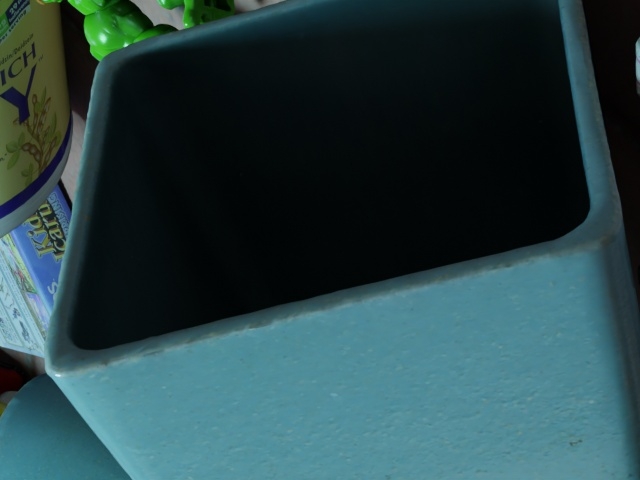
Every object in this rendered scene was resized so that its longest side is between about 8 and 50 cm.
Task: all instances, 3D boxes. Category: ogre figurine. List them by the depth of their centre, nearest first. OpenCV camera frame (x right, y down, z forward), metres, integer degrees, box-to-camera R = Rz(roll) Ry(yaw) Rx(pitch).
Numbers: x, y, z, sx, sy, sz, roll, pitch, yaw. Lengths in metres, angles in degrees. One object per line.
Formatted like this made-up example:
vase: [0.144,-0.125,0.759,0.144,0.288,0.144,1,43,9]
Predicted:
ogre figurine: [-0.121,-0.179,1.193,0.118,0.097,0.197,-11,126,42]

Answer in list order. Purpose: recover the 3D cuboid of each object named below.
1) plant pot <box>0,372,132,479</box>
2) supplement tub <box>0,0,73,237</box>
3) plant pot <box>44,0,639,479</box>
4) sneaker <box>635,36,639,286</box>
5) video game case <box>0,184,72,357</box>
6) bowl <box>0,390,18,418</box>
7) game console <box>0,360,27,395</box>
plant pot: [-0.118,0.244,1.485,0.195,0.290,0.290,-3,123,18]
supplement tub: [-0.301,-0.171,1.326,0.241,0.241,0.331,41,149,29]
plant pot: [0.039,0.043,0.925,0.248,0.247,0.252,-89,-19,-51]
sneaker: [0.188,-0.061,0.810,0.111,0.103,0.252,50,146,23]
video game case: [-0.297,-0.029,1.665,0.244,0.061,0.270,9,127,56]
bowl: [-0.323,0.239,1.865,0.289,0.156,0.289,27,143,22]
game console: [-0.343,0.138,1.972,0.124,0.085,0.144,14,140,11]
